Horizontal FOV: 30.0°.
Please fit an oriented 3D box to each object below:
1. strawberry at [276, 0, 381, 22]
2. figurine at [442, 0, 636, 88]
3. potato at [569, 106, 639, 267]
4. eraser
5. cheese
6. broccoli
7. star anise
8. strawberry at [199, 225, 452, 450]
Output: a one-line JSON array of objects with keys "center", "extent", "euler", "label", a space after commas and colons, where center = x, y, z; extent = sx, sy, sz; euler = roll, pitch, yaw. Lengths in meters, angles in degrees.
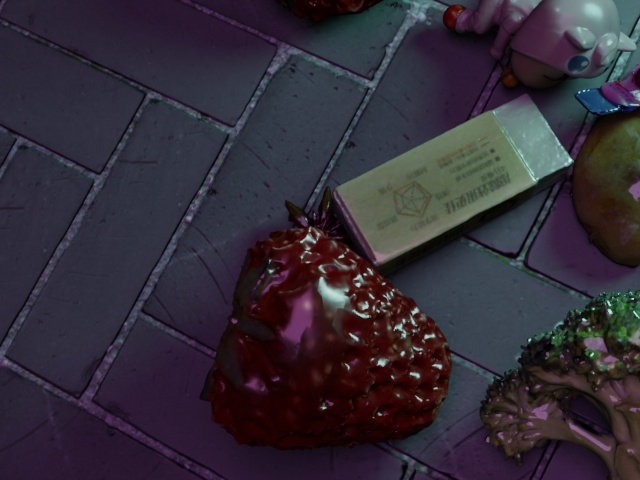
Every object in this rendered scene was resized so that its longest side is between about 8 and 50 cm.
[{"center": [0.019, -0.483, 1.878], "extent": [0.274, 0.220, 0.274], "euler": [-4, 72, 12], "label": "strawberry"}, {"center": [0.336, -0.325, 1.834], "extent": [0.287, 0.176, 0.186], "euler": [35, 126, 32], "label": "figurine"}, {"center": [0.430, -0.100, 1.766], "extent": [0.120, 0.100, 0.261], "euler": [4, 77, 11], "label": "potato"}, {"center": [0.196, -0.084, 1.793], "extent": [0.343, 0.078, 0.144], "euler": [-27, 72, -8], "label": "eraser"}, {"center": [0.502, -0.228, 1.776], "extent": [0.244, 0.062, 0.155], "euler": [-16, 35, -9], "label": "cheese"}, {"center": [0.468, 0.244, 1.611], "extent": [0.397, 0.274, 0.353], "euler": [50, 133, 23], "label": "broccoli"}, {"center": [0.001, 0.000, 1.841], "extent": [0.167, 0.057, 0.168], "euler": [-1, 74, 5], "label": "star anise"}, {"center": [0.026, 0.165, 1.690], "extent": [0.345, 0.295, 0.318], "euler": [19, 65, -5], "label": "strawberry"}]
